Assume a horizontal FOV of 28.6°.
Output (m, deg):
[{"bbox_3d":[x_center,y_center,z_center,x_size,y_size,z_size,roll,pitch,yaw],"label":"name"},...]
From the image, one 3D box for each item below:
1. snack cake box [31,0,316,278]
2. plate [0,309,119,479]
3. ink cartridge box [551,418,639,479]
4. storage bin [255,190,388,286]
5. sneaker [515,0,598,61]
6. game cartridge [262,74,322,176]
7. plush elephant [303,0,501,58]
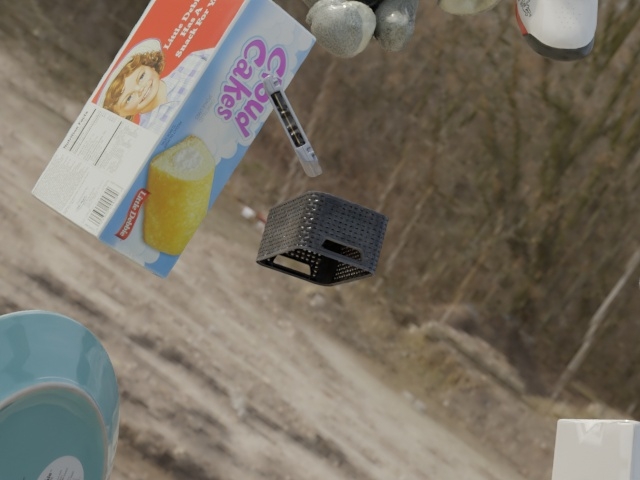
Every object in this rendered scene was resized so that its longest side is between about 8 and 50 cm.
[{"bbox_3d":[-0.140,-0.115,1.172,0.089,0.264,0.152,35,-4,-39],"label":"snack cake box"},{"bbox_3d":[-0.154,0.126,0.613,0.024,0.188,0.188,17,-5,29],"label":"plate"},{"bbox_3d":[0.283,0.286,1.209,0.086,0.203,0.148,-3,-22,35],"label":"ink cartridge box"},{"bbox_3d":[0.000,0.000,1.728,0.122,0.084,0.180,20,-16,-20],"label":"storage bin"},{"bbox_3d":[0.277,-0.339,1.426,0.090,0.270,0.145,7,-39,2],"label":"sneaker"},{"bbox_3d":[-0.023,-0.094,1.054,0.083,0.017,0.056,64,4,13],"label":"game cartridge"},{"bbox_3d":[0.079,-0.361,1.436,0.272,0.255,0.330,53,17,17],"label":"plush elephant"}]
